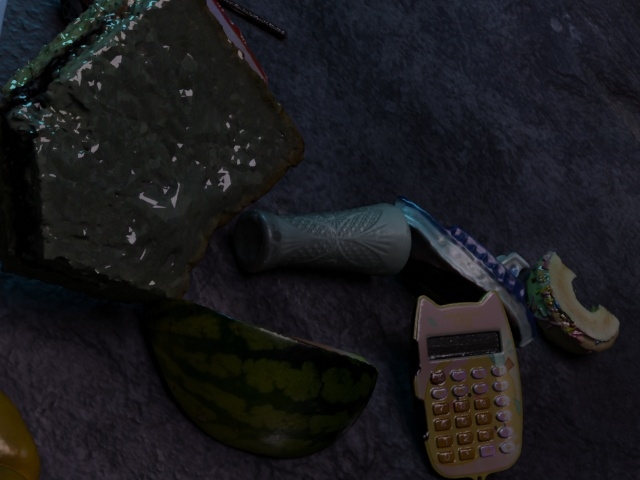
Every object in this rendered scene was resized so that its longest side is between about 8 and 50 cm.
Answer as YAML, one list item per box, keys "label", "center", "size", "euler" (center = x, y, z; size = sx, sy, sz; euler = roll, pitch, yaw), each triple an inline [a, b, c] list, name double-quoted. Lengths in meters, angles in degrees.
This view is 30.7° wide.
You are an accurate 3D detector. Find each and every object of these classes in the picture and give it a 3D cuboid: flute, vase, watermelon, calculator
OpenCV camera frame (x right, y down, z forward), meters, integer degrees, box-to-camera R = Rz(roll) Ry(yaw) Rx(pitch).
- label: "flute"
  center: [-0.157, -0.342, 1.594]
  size: [0.269, 0.014, 0.014]
  euler: [26, 47, -27]
- label: "vase"
  center: [0.000, 0.000, 1.427]
  size: [0.219, 0.096, 0.096]
  euler: [0, 61, -39]
- label: "watermelon"
  center: [-0.040, 0.135, 1.258]
  size: [0.303, 0.128, 0.159]
  euler: [20, 49, -31]
- label: "calculator"
  center: [0.179, 0.182, 1.442]
  size: [0.157, 0.033, 0.236]
  euler: [-2, 81, -28]

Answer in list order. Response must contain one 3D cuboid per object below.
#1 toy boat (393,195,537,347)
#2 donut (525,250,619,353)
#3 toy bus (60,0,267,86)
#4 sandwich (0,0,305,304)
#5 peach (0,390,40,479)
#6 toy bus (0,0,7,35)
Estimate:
- label: "toy boat"
  center: [0.195, 0.035, 1.549]
  size: [0.262, 0.114, 0.115]
  euler: [35, 55, -12]
- label: "donut"
  center: [0.355, 0.105, 1.683]
  size: [0.166, 0.065, 0.108]
  euler: [49, 41, -3]
- label: "toy bus"
  center: [-0.186, -0.237, 1.397]
  size: [0.127, 0.147, 0.303]
  euler: [-31, 82, -43]
- label: "sandwich"
  center: [-0.193, -0.084, 1.176]
  size: [0.325, 0.131, 0.262]
  euler: [-51, 124, -25]
- label: "peach"
  center: [-0.320, 0.196, 0.983]
  size: [0.179, 0.103, 0.179]
  euler: [26, 47, -30]
- label: "toy bus"
  center: [-0.384, -0.163, 1.164]
  size: [0.109, 0.136, 0.330]
  euler: [21, 48, -29]
